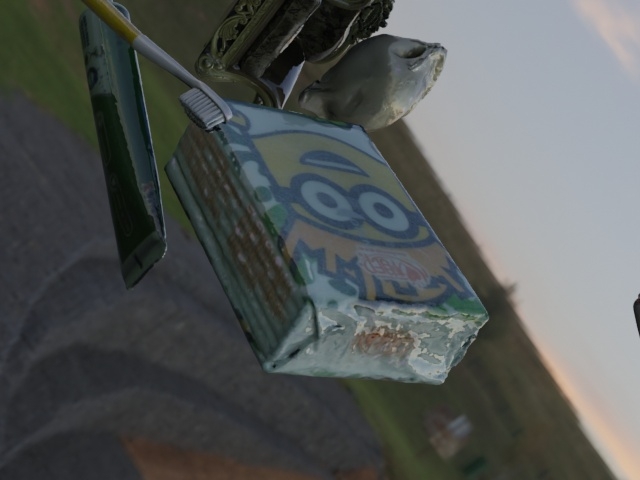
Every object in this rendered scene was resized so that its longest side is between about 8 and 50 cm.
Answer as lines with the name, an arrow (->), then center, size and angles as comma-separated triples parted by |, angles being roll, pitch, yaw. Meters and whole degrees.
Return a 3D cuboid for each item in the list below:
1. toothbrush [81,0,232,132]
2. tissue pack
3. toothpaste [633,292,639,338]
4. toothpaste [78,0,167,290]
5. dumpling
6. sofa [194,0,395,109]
toothbrush -> -0.157, -0.167, 1.106 | 0.288, 0.024, 0.021 | 44, -24, 37
tissue pack -> 0.000, 0.000, 1.405 | 0.228, 0.128, 0.311 | 7, 37, -36
toothpaste -> 0.381, 0.115, 1.588 | 0.170, 0.028, 0.045 | -84, 157, -55
toothpaste -> -0.224, -0.135, 1.560 | 0.061, 0.099, 0.392 | 4, 59, -33
dumpling -> 0.071, -0.196, 1.770 | 0.136, 0.199, 0.118 | 65, 10, -72
sofa -> -0.009, -0.277, 1.713 | 0.182, 0.258, 0.200 | 36, 34, -10
